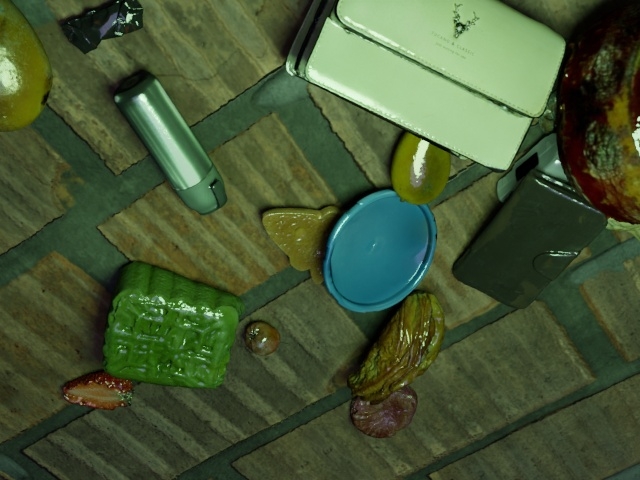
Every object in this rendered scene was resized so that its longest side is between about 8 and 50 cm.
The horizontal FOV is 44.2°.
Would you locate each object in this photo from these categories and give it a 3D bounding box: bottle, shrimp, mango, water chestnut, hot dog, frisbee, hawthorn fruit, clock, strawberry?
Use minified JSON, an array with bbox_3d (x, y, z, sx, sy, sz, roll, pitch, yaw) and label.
[{"bbox_3d":[-0.233,-0.151,1.277,0.096,0.079,0.253,9,139,44],"label":"bottle"},{"bbox_3d":[0.437,-0.195,1.355,0.161,0.034,0.091,39,127,-23],"label":"shrimp"},{"bbox_3d":[-0.522,-0.294,1.124,0.193,0.146,0.316,-36,107,17],"label":"mango"},{"bbox_3d":[0.523,-0.197,1.175,0.351,0.302,0.350,-1,93,-29],"label":"water chestnut"},{"bbox_3d":[0.163,0.218,1.535,0.114,0.175,0.259,43,122,18],"label":"hot dog"},{"bbox_3d":[0.105,0.017,1.427,0.242,0.045,0.242,-12,117,-26],"label":"frisbee"},{"bbox_3d":[-0.104,0.197,1.559,0.067,0.066,0.103,-37,147,18],"label":"hawthorn fruit"},{"bbox_3d":[0.406,-0.107,1.367,0.117,0.080,0.176,25,135,-21],"label":"clock"},{"bbox_3d":[0.175,-0.139,1.337,0.103,0.076,0.161,7,114,-14],"label":"mango"},{"bbox_3d":[-0.446,0.301,1.598,0.152,0.048,0.103,4,132,8],"label":"strawberry"}]

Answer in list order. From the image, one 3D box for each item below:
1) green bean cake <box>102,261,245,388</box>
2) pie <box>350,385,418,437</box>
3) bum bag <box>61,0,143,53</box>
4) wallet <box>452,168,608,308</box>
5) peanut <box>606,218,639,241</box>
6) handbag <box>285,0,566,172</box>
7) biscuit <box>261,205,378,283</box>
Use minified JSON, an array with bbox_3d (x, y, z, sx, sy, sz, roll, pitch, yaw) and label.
[{"bbox_3d":[-0.274,0.168,1.472,0.248,0.125,0.222,10,123,-13],"label":"green bean cake"},{"bbox_3d":[0.138,0.367,1.706,0.154,0.038,0.153,-3,123,-5],"label":"pie"},{"bbox_3d":[-0.322,-0.324,1.181,0.124,0.034,0.057,-20,115,7],"label":"bum bag"},{"bbox_3d":[0.366,0.009,1.401,0.165,0.042,0.309,28,139,-1],"label":"wallet"},{"bbox_3d":[0.582,-0.053,1.398,0.290,0.130,0.130,16,122,-21],"label":"peanut"},{"bbox_3d":[0.161,-0.278,1.174,0.359,0.160,0.236,23,96,-18],"label":"handbag"},{"bbox_3d":[0.000,0.000,1.435,0.250,0.035,0.162,24,113,-28],"label":"biscuit"}]
